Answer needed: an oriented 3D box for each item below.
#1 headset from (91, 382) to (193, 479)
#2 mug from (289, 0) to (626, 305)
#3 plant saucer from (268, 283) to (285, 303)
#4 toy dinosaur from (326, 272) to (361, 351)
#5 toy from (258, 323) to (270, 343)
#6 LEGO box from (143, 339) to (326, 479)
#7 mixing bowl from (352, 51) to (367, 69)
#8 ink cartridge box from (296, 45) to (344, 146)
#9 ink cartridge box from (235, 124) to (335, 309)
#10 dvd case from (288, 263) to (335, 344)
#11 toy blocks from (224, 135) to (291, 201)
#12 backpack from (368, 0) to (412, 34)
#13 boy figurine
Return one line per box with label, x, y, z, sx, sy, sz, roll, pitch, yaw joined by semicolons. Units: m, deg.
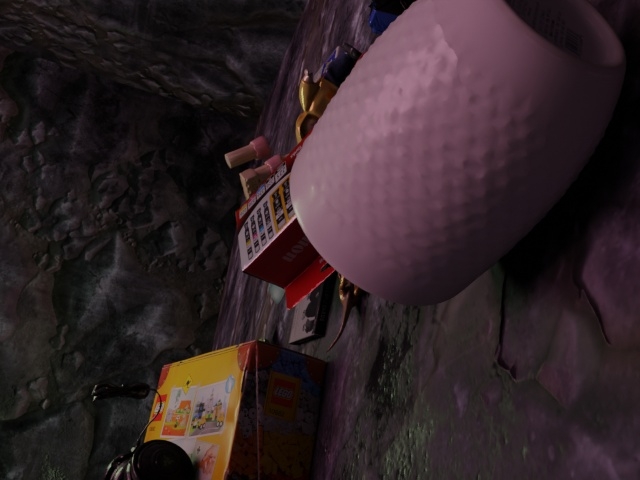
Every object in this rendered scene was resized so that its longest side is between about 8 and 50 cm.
headset;-0.391;0.495;1.399;0.243;0.185;0.394;-34;55;45
mug;0.178;-0.150;0.780;0.374;0.276;0.328;-45;-5;-45
plant saucer;-0.133;0.107;2.151;0.195;0.037;0.195;-166;90;-76
toy dinosaur;0.059;0.118;1.353;0.211;0.064;0.112;-77;-5;-54
toy;-0.162;0.349;1.966;0.237;0.056;0.137;-113;36;-76
LEGO box;-0.228;0.462;1.541;0.500;0.193;0.372;-24;50;52
mixing bowl;0.116;-0.314;1.473;0.181;0.098;0.181;-166;90;-77
ink cartridge box;0.007;-0.412;2.097;0.303;0.072;0.307;167;115;-74
ink cartridge box;-0.039;-0.047;1.471;0.309;0.130;0.272;-44;38;27
dvd case;-0.023;0.162;1.665;0.238;0.029;0.179;141;142;-69
toy blocks;-0.070;-0.118;1.850;0.309;0.260;0.289;50;157;46
backpack;0.159;-0.544;1.554;0.101;0.098;0.120;125;155;-64
boy figurine;0.017;-0.369;1.725;0.285;0.177;0.092;-52;25;12
